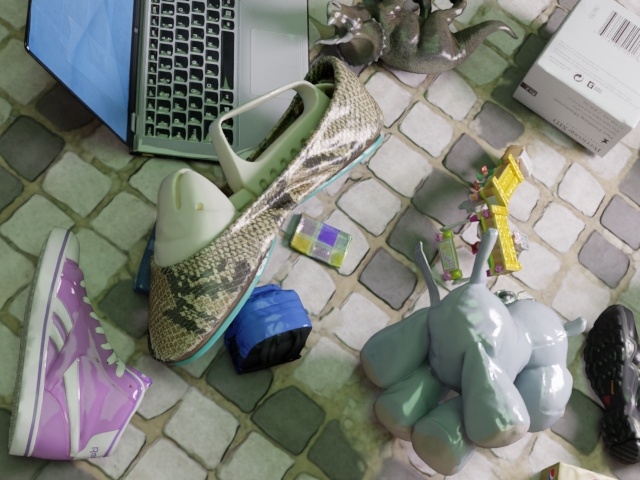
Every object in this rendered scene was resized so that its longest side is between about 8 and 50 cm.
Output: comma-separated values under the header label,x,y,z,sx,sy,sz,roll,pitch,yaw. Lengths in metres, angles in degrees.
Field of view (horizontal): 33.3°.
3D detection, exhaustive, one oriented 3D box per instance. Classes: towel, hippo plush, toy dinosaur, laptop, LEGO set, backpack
label,x,y,z,sx,sy,sz,roll,pitch,yaw
towel,0.000,0.000,1.500,0.083,0.009,0.060,26,61,-4
hippo plush,0.208,0.152,1.418,0.236,0.234,0.294,4,78,-48
toy dinosaur,0.141,-0.316,1.647,0.314,0.121,0.160,14,75,-16
laptop,-0.183,-0.329,1.466,0.408,0.236,0.382,5,66,-15
LEGO set,0.238,-0.026,1.557,0.132,0.107,0.287,33,49,-41
backpack,-0.072,0.108,1.366,0.098,0.120,0.101,-20,74,-23
towel,-0.200,0.024,1.417,0.067,0.029,0.119,20,61,-8

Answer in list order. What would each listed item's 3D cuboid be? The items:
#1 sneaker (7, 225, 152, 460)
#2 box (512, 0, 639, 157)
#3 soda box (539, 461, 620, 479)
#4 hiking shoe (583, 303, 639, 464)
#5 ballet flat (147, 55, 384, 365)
label,x,y,z,sx,sy,sz,roll,pitch,yaw
sneaker,-0.285,0.127,1.312,0.161,0.102,0.282,8,75,-17
box,0.432,-0.263,1.673,0.181,0.119,0.182,35,70,4
soda box,0.384,0.354,1.430,0.181,0.058,0.061,19,62,-8
hiking shoe,0.446,0.203,1.516,0.114,0.086,0.227,8,69,-29
ballet flat,-0.099,-0.068,1.369,0.483,0.164,0.182,-50,120,-29
